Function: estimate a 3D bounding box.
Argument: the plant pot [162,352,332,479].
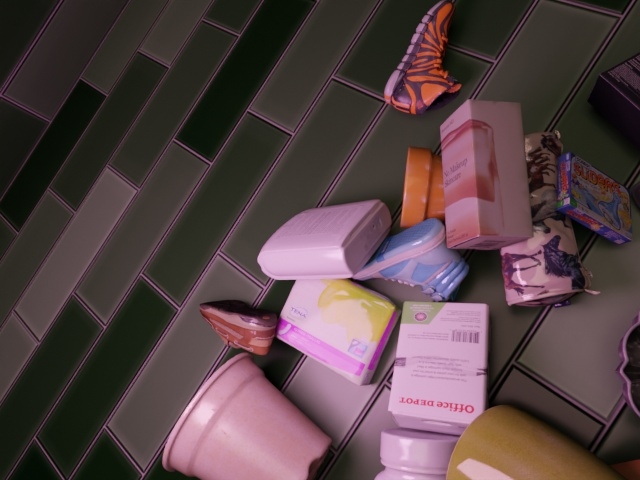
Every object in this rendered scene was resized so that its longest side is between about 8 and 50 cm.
[{"bbox_3d":[-0.154,0.501,1.175,0.305,0.334,0.334,30,89,17],"label":"plant pot"}]

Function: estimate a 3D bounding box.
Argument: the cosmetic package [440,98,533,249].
[{"bbox_3d":[0.355,-0.137,1.050,0.129,0.153,0.297,2,77,-10],"label":"cosmetic package"}]

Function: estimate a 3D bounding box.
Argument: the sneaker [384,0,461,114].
[{"bbox_3d":[0.331,-0.495,1.343,0.180,0.124,0.321,32,101,24],"label":"sneaker"}]

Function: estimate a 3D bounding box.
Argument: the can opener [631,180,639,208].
[{"bbox_3d":[0.800,-0.029,1.031,0.093,0.074,0.281,-54,54,41],"label":"can opener"}]

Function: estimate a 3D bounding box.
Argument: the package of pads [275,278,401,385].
[{"bbox_3d":[0.041,0.209,1.269,0.296,0.101,0.229,23,86,27],"label":"package of pads"}]

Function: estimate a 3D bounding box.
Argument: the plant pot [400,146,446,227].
[{"bbox_3d":[0.305,-0.126,1.208,0.187,0.205,0.205,6,77,9],"label":"plant pot"}]

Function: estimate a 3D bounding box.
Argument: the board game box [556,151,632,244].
[{"bbox_3d":[0.601,-0.091,1.053,0.035,0.201,0.136,-32,40,58],"label":"board game box"}]

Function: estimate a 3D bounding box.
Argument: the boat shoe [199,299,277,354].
[{"bbox_3d":[-0.242,0.241,1.340,0.323,0.122,0.120,7,96,51],"label":"boat shoe"}]

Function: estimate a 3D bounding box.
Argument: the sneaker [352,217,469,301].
[{"bbox_3d":[0.227,0.088,1.214,0.319,0.208,0.127,-26,21,49],"label":"sneaker"}]

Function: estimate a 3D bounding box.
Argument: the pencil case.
[{"bbox_3d":[0.501,-0.054,1.109,0.183,0.160,0.411,-5,74,12],"label":"pencil case"}]

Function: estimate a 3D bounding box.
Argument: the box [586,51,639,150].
[{"bbox_3d":[0.772,-0.299,1.070,0.184,0.103,0.261,-30,65,-1],"label":"box"}]

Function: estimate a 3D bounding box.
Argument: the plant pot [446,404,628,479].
[{"bbox_3d":[0.420,0.467,0.828,0.293,0.274,0.275,1,73,62],"label":"plant pot"}]

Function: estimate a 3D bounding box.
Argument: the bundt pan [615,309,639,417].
[{"bbox_3d":[0.737,0.259,0.919,0.330,0.124,0.331,-4,73,13],"label":"bundt pan"}]

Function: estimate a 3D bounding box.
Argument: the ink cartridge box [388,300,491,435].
[{"bbox_3d":[0.277,0.285,1.087,0.198,0.115,0.273,-1,53,23],"label":"ink cartridge box"}]

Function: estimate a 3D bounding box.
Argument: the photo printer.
[{"bbox_3d":[0.000,0.000,1.255,0.307,0.107,0.256,-5,29,37],"label":"photo printer"}]

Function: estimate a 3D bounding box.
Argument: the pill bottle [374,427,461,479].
[{"bbox_3d":[0.219,0.614,1.008,0.223,0.224,0.393,-4,75,23],"label":"pill bottle"}]

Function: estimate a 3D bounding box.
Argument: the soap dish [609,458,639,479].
[{"bbox_3d":[0.620,0.548,0.850,0.118,0.229,0.291,-15,64,-25],"label":"soap dish"}]
